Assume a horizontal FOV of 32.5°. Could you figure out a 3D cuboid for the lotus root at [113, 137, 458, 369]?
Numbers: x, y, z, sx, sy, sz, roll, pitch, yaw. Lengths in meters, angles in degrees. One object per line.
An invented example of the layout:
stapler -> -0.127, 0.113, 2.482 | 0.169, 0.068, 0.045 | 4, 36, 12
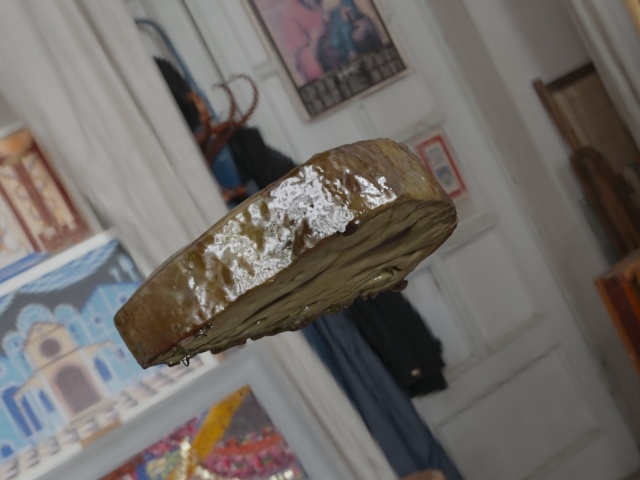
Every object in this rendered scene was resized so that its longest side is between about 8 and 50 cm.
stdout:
lotus root -> 0.000, 0.000, 0.763 | 0.260, 0.074, 0.170 | -14, -24, -49
